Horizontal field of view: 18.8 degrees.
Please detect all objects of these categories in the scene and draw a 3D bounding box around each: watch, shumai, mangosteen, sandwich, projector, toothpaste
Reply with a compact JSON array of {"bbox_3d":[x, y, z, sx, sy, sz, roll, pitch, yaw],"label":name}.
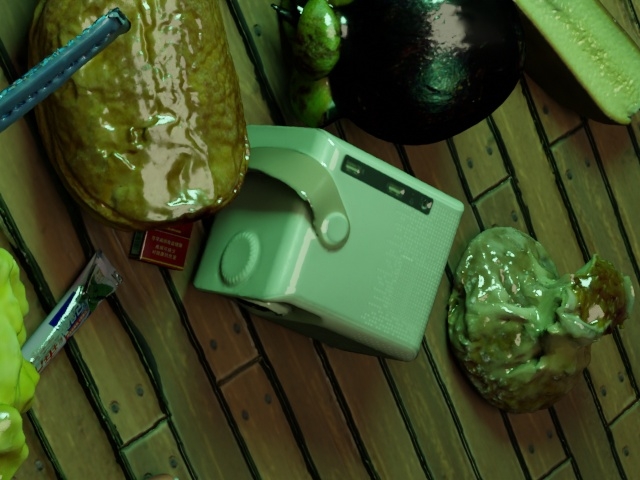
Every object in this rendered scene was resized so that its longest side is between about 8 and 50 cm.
[{"bbox_3d":[-0.330,-0.112,1.583,0.274,0.276,0.068,-60,155,-17],"label":"watch"},{"bbox_3d":[0.239,0.087,2.080,0.161,0.153,0.209,-15,99,-42],"label":"shumai"},{"bbox_3d":[0.075,-0.203,1.905,0.243,0.243,0.243,-3,95,-36],"label":"mangosteen"},{"bbox_3d":[0.265,-0.225,2.108,0.258,0.096,0.094,45,74,-31],"label":"sandwich"},{"bbox_3d":[0.000,0.000,1.888,0.242,0.163,0.177,26,77,-39],"label":"projector"},{"bbox_3d":[-0.244,0.083,1.796,0.170,0.028,0.045,-53,127,-26],"label":"toothpaste"}]

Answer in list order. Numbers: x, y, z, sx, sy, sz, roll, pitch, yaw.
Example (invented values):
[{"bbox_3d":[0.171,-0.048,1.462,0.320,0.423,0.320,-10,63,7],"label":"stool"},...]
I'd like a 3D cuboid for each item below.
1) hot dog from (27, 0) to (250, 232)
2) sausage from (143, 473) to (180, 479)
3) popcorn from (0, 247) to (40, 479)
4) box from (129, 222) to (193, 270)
[{"bbox_3d":[-0.164,-0.148,1.761,0.196,0.122,0.272,-17,99,-18],"label":"hot dog"},{"bbox_3d":[-0.224,0.266,1.820,0.223,0.029,0.029,-21,105,-33],"label":"sausage"},{"bbox_3d":[-0.351,0.102,1.613,0.250,0.235,0.242,-77,147,-49],"label":"popcorn"},{"bbox_3d":[-0.150,-0.016,1.860,0.051,0.023,0.082,16,84,-37],"label":"box"}]
